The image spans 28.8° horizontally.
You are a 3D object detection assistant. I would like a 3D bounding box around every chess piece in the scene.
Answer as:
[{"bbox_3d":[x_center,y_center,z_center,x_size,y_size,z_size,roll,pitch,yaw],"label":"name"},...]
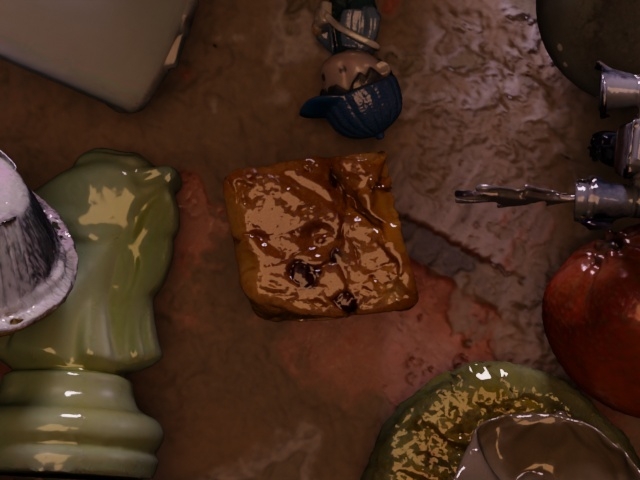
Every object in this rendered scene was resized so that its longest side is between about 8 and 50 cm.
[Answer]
[{"bbox_3d":[-0.216,0.061,1.096,0.175,0.176,0.298,4,77,1],"label":"chess piece"}]

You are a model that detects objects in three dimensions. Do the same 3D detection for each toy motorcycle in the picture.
[{"bbox_3d":[0.313,-0.067,1.008,0.401,0.207,0.134,6,94,2],"label":"toy motorcycle"}]

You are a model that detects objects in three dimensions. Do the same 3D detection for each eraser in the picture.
[{"bbox_3d":[-0.239,-0.239,1.023,0.290,0.104,0.189,22,93,-43],"label":"eraser"}]

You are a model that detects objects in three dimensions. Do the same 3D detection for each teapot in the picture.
[{"bbox_3d":[0.283,-0.213,1.074,0.294,0.129,0.193,26,124,-18],"label":"teapot"}]

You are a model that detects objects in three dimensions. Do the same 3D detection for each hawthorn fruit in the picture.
[{"bbox_3d":[0.316,0.113,1.104,0.165,0.165,0.285,-39,113,1],"label":"hawthorn fruit"}]

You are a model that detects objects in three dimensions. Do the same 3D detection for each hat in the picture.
[{"bbox_3d":[0.191,0.251,1.057,0.166,0.144,0.173,13,131,12],"label":"hat"}]

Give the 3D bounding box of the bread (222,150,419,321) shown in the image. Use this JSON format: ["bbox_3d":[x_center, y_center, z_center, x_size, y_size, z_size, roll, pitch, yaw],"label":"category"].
[{"bbox_3d":[0.000,0.000,1.079,0.149,0.158,0.143,-9,85,2],"label":"bread"}]

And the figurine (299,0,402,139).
[{"bbox_3d":[0.028,-0.165,1.123,0.087,0.086,0.149,9,76,-39],"label":"figurine"}]

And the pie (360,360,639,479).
[{"bbox_3d":[0.162,0.248,1.121,0.277,0.078,0.277,0,85,2],"label":"pie"}]

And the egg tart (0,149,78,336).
[{"bbox_3d":[-0.299,-0.016,0.972,0.234,0.234,0.094,27,119,1],"label":"egg tart"}]
